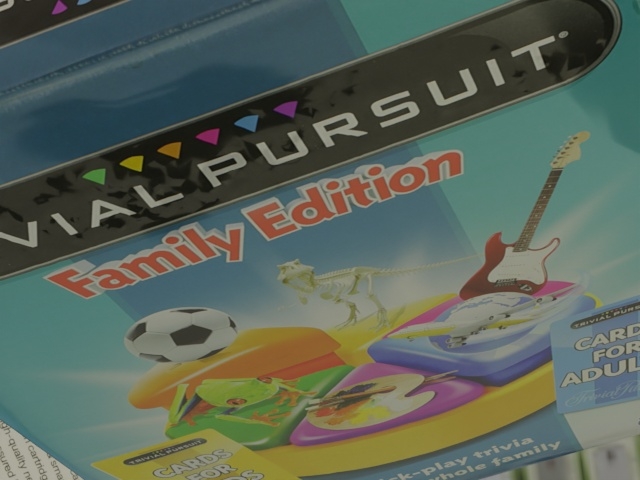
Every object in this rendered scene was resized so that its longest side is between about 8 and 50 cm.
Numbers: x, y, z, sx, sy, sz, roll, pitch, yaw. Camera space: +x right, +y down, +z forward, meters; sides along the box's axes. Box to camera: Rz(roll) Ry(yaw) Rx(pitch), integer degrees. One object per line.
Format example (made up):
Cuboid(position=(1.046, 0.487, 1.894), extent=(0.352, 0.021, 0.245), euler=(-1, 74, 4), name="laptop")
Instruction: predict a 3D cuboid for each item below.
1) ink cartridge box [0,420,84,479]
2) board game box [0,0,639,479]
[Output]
Cuboid(position=(-0.233, 0.149, 0.922), extent=(0.117, 0.201, 0.278), euler=(-12, 15, 38), name="ink cartridge box")
Cuboid(position=(0.000, 0.000, 0.527), extent=(0.254, 0.079, 0.336), euler=(-19, -32, 12), name="board game box")
